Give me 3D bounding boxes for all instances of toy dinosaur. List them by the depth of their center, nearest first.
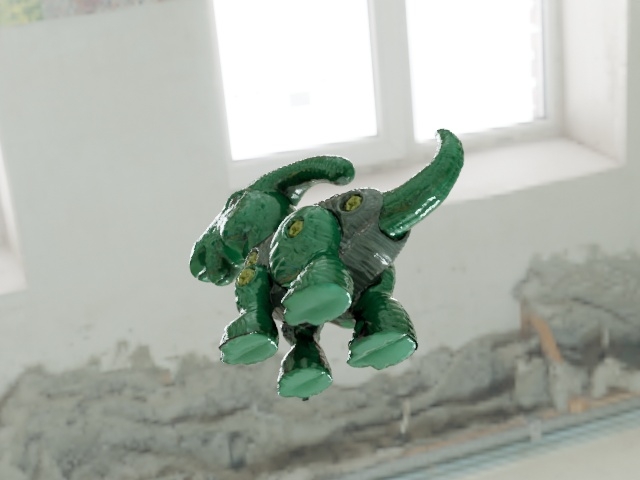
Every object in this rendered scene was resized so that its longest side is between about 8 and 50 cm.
[{"bbox_3d":[0.000,0.000,0.460,0.132,0.059,0.096,-31,-136,26],"label":"toy dinosaur"}]
